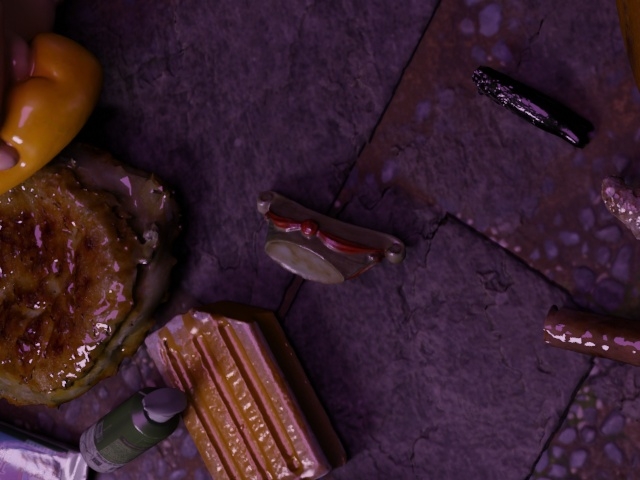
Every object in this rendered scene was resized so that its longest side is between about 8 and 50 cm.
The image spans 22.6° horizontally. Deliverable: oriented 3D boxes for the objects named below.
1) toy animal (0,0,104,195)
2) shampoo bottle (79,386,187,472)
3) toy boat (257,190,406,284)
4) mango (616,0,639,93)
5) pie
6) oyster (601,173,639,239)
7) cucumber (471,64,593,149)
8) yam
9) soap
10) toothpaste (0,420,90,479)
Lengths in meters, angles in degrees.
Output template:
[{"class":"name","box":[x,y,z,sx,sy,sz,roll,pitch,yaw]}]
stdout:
[{"class":"toy animal","box":[-0.396,-0.213,1.752,0.278,0.247,0.345,-2,66,25]},{"class":"shampoo bottle","box":[-0.207,0.206,1.783,0.204,0.065,0.065,-37,76,53]},{"class":"toy boat","box":[-0.001,0.001,1.709,0.185,0.071,0.089,21,145,24]},{"class":"mango","box":[0.358,-0.263,1.458,0.175,0.177,0.329,178,82,-69]},{"class":"pie","box":[-0.311,0.036,1.851,0.288,0.103,0.354,47,113,23]},{"class":"oyster","box":[0.356,0.008,1.534,0.200,0.061,0.106,15,101,25]},{"class":"cucumber","box":[0.213,-0.136,1.611,0.135,0.034,0.033,32,102,21]},{"class":"yam","box":[0.343,0.109,1.557,0.264,0.046,0.046,12,99,27]},{"class":"soap","box":[-0.083,0.175,1.761,0.140,0.073,0.232,-32,79,25]},{"class":"toothpaste","box":[-0.451,0.237,1.958,0.392,0.061,0.098,20,100,22]}]
